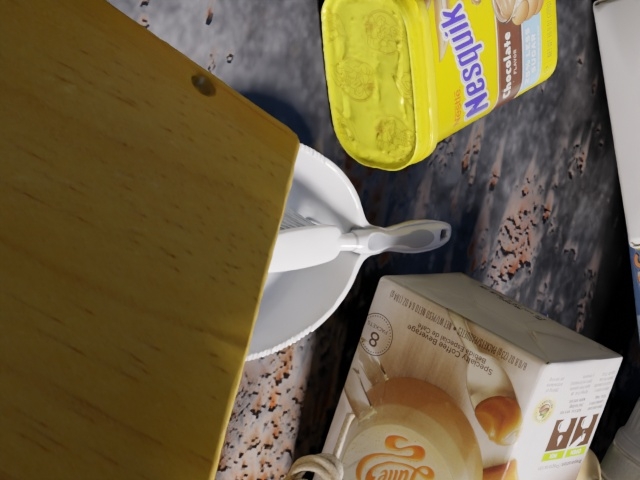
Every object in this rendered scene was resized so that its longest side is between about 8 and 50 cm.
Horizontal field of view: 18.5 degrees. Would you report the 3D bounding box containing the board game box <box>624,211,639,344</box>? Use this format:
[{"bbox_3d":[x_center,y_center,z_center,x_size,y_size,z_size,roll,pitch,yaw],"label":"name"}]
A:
[{"bbox_3d":[0.299,0.020,1.588,0.136,0.035,0.201,5,77,-50],"label":"board game box"}]

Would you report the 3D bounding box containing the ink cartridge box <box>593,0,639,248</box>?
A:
[{"bbox_3d":[0.343,-0.100,1.552,0.273,0.114,0.197,-2,83,-51],"label":"ink cartridge box"}]

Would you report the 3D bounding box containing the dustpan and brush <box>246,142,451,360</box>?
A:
[{"bbox_3d":[0.000,0.000,1.259,0.211,0.060,0.147,-9,107,-49],"label":"dustpan and brush"}]

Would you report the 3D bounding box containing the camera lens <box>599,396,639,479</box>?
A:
[{"bbox_3d":[0.297,0.283,1.549,0.219,0.219,0.274,11,101,-51],"label":"camera lens"}]

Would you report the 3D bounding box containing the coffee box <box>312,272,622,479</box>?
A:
[{"bbox_3d":[0.081,0.161,1.302,0.098,0.141,0.246,-1,114,-52],"label":"coffee box"}]

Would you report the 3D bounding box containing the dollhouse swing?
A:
[{"bbox_3d":[-0.186,0.090,0.946,0.315,0.305,0.347,34,36,-16],"label":"dollhouse swing"}]

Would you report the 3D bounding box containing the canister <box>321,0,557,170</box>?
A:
[{"bbox_3d":[0.084,-0.135,1.310,0.170,0.073,0.126,-31,124,-43],"label":"canister"}]

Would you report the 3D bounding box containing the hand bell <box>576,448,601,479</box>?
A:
[{"bbox_3d":[0.220,0.192,1.434,0.126,0.242,0.126,-17,113,-46],"label":"hand bell"}]

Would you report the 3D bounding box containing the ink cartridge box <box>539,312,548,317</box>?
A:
[{"bbox_3d":[0.107,0.153,1.400,0.046,0.097,0.207,-72,166,-76],"label":"ink cartridge box"}]

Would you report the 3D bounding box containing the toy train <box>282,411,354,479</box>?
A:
[{"bbox_3d":[-0.079,0.196,1.205,0.143,0.105,0.248,29,78,-36],"label":"toy train"}]
